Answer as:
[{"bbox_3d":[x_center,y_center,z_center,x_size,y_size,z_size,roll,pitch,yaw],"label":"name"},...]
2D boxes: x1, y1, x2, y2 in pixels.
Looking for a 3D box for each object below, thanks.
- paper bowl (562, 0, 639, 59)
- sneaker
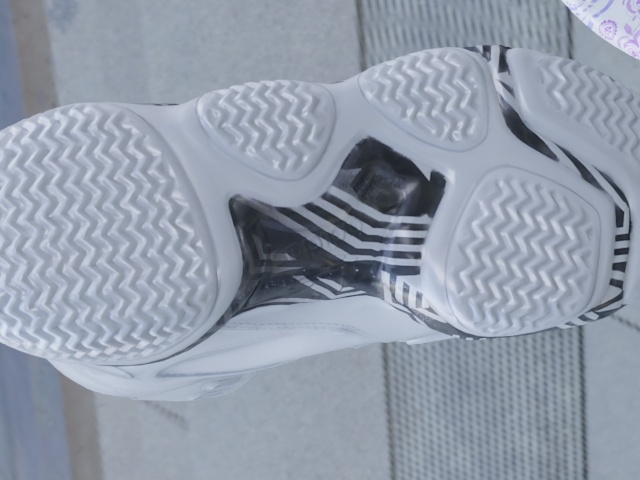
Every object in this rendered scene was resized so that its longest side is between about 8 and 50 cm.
[{"bbox_3d":[0.296,-0.285,1.014,0.284,0.148,0.284,40,154,24],"label":"paper bowl"},{"bbox_3d":[0.000,0.000,0.672,0.210,0.365,0.137,133,131,-74],"label":"sneaker"}]
